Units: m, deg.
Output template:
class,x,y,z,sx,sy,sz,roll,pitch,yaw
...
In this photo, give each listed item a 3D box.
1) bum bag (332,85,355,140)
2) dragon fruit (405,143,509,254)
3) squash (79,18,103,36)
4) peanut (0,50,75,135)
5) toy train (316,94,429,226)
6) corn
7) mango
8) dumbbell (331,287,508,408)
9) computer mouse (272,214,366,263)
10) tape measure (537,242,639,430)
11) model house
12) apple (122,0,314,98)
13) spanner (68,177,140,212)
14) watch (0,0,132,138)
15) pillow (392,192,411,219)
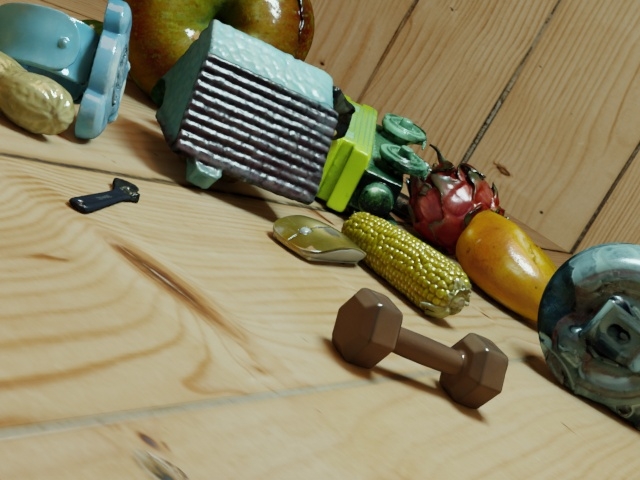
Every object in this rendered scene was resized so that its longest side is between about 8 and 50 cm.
class,x,y,z,sx,sy,sz,roll,pitch,yaw
bum bag,-0.108,-0.236,1.918,0.341,0.095,0.144,2,-30,1
dragon fruit,0.276,-0.079,2.297,0.274,0.193,0.192,40,16,13
squash,-0.448,-0.418,2.266,0.077,0.068,0.219,18,6,24
peanut,-0.411,-0.201,1.429,0.187,0.082,0.082,31,12,7
toy train,0.063,-0.172,2.174,0.272,0.179,0.442,25,20,-4
corn,0.134,0.035,1.735,0.260,0.091,0.091,37,5,37
mango,0.380,0.069,2.088,0.187,0.138,0.257,44,2,-46
dumbbell,0.123,0.133,1.310,0.231,0.082,0.092,23,15,-29
computer mouse,0.001,-0.002,1.671,0.102,0.045,0.199,33,11,26
tape measure,0.483,0.139,1.729,0.275,0.256,0.147,36,16,3
model house,-0.121,-0.155,1.731,0.281,0.230,0.248,21,53,-27
apple,-0.212,-0.411,2.124,0.384,0.374,0.374,11,16,-14
spanner,-0.263,-0.055,1.335,0.046,0.012,0.208,30,12,4
watch,-0.379,-0.256,1.557,0.193,0.211,0.211,14,14,-6
pillow,0.185,-0.079,2.438,0.150,0.048,0.090,29,2,14
